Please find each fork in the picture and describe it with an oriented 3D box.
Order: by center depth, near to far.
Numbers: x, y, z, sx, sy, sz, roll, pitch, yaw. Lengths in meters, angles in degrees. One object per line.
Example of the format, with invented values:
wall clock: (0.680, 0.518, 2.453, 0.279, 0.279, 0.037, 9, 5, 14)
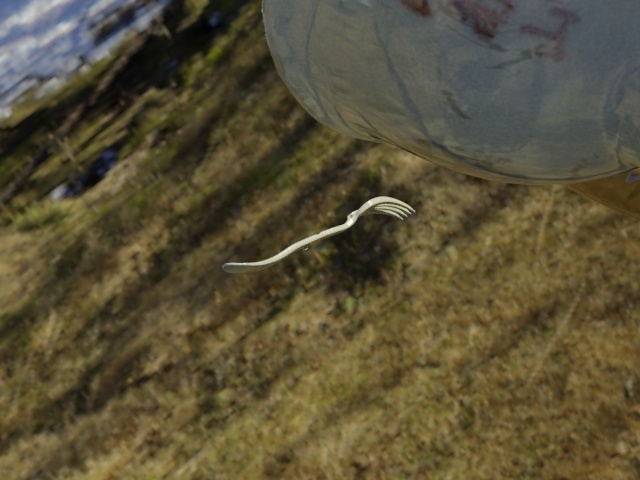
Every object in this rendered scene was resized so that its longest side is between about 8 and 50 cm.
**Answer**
fork: (-0.002, -0.006, 1.022, 0.220, 0.028, 0.034, -19, -2, -37)

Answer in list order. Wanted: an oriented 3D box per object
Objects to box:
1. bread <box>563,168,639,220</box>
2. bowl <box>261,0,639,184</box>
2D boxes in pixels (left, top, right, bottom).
bread: (0.364, -0.060, 1.149, 0.305, 0.091, 0.142, 25, 43, 3)
bowl: (0.199, -0.166, 0.664, 0.435, 0.435, 0.196, -36, 61, -5)
